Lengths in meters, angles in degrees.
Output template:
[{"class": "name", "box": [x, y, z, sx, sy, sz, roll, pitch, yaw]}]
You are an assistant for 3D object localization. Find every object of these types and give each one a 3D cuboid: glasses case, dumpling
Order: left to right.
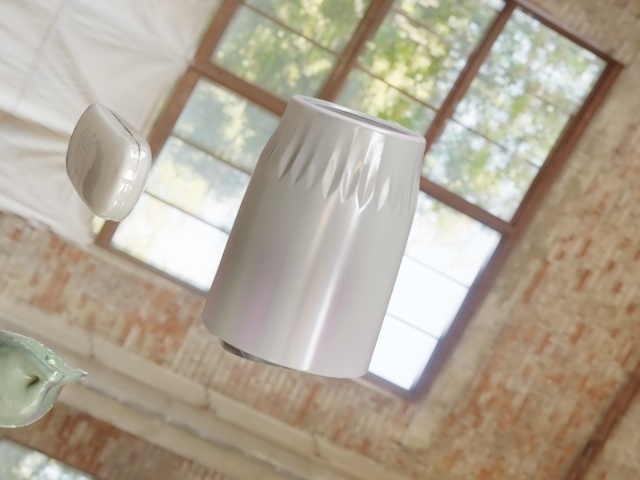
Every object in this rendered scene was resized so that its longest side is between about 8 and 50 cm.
[{"class": "dumpling", "box": [-0.348, 0.148, 1.593, 0.217, 0.104, 0.149, -1, -153, 40]}, {"class": "glasses case", "box": [-0.234, -0.088, 1.512, 0.092, 0.059, 0.233, -64, -153, 10]}]

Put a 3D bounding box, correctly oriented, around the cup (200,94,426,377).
[{"class": "cup", "box": [0.000, 0.000, 1.962, 0.253, 0.253, 0.371, -127, -125, -72]}]
